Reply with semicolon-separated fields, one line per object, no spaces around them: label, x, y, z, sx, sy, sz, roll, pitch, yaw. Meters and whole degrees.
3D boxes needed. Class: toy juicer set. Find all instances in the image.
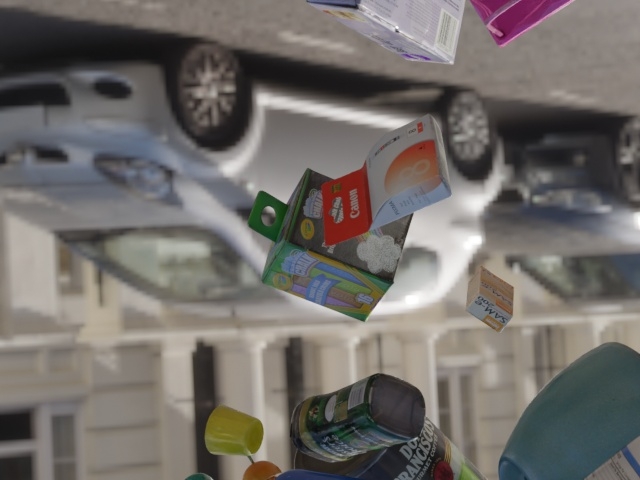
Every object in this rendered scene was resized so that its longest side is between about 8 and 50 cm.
toy juicer set;-0.157;0.406;2.069;0.089;0.329;0.209;8;144;29

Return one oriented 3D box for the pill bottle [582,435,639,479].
pill bottle;0.323;0.273;1.521;0.221;0.124;0.124;-39;171;7

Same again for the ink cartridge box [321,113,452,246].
ink cartridge box;0.076;-0.079;1.960;0.179;0.045;0.145;-21;-144;13

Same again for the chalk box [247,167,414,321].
chalk box;0.000;0.000;2.123;0.213;0.132;0.132;22;147;-6

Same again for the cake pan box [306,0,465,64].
cake pan box;0.090;-0.329;1.581;0.070;0.246;0.267;11;179;28

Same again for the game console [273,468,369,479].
game console;0.020;0.393;1.604;0.293;0.173;0.250;3;-149;41

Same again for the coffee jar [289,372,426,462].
coffee jar;0.043;0.228;1.924;0.096;0.079;0.184;24;151;-27

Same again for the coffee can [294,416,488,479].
coffee can;0.124;0.368;2.274;0.275;0.201;0.201;46;151;-23

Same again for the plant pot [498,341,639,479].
plant pot;0.345;0.300;1.950;0.195;0.290;0.290;-21;-178;-15

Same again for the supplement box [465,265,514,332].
supplement box;0.247;0.084;2.199;0.062;0.036;0.098;33;-156;-8

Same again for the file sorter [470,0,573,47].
file sorter;0.217;-0.419;1.842;0.202;0.291;0.182;-32;174;13
